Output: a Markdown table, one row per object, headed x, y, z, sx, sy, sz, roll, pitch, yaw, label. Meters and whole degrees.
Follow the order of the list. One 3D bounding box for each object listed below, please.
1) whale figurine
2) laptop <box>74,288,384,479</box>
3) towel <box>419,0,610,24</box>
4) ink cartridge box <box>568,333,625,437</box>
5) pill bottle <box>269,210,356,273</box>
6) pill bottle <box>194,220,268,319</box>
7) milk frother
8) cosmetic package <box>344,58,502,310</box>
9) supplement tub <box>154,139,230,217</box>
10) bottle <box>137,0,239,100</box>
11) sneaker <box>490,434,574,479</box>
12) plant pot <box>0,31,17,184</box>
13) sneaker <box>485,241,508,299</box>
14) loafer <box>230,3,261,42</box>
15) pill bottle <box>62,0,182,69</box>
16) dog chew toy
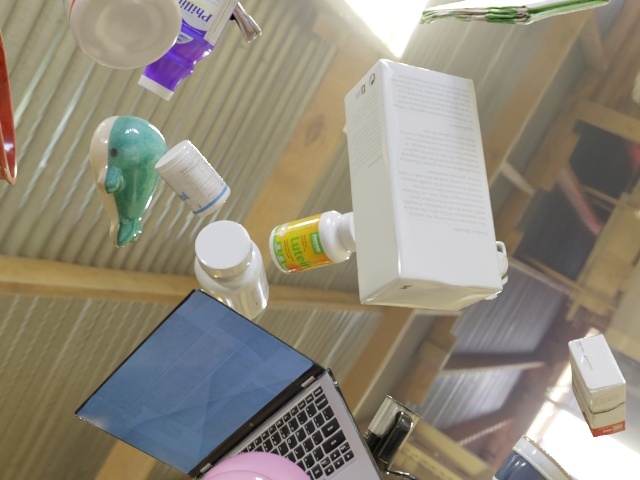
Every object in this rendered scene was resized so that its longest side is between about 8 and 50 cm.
| x | y | z | sx | sy | sz | roll | pitch | yaw | label |
| --- | --- | --- | --- | --- | --- | --- | --- | --- | --- |
| -0.389 | -0.124 | 1.634 | 0.216 | 0.141 | 0.272 | -49 | -42 | -80 | whale figurine |
| -0.155 | 0.359 | 1.279 | 0.236 | 0.408 | 0.382 | 10 | -46 | -49 | laptop |
| 0.395 | -0.483 | 1.622 | 0.248 | 0.325 | 0.038 | -20 | -68 | -28 | towel |
| 0.431 | 0.227 | 1.217 | 0.056 | 0.099 | 0.135 | -15 | -46 | 6 | ink cartridge box |
| 0.000 | 0.000 | 2.053 | 0.136 | 0.245 | 0.136 | 30 | -127 | -50 | pill bottle |
| -0.174 | 0.060 | 1.512 | 0.131 | 0.131 | 0.229 | -50 | -19 | -21 | pill bottle |
| 0.163 | 0.405 | 1.548 | 0.143 | 0.129 | 0.135 | 35 | -97 | -21 | milk frother |
| 0.193 | -0.104 | 1.533 | 0.230 | 0.453 | 0.161 | 7 | -23 | -25 | cosmetic package |
| -0.198 | -0.095 | 1.217 | 0.071 | 0.071 | 0.107 | -49 | -67 | -22 | supplement tub |
| -0.247 | -0.401 | 1.463 | 0.283 | 0.118 | 0.092 | -60 | -6 | 4 | bottle |
| 0.344 | 0.437 | 1.214 | 0.153 | 0.099 | 0.282 | -46 | -64 | -8 | sneaker |
| -0.625 | -0.210 | 1.201 | 0.265 | 0.272 | 0.272 | -6 | -49 | -16 | plant pot |
| 0.399 | 0.075 | 1.892 | 0.235 | 0.090 | 0.095 | -35 | -46 | -61 | sneaker |
| -0.167 | -0.449 | 1.567 | 0.039 | 0.125 | 0.045 | -39 | -18 | 2 | loafer |
| -0.325 | -0.411 | 1.205 | 0.161 | 0.283 | 0.161 | -17 | -36 | -12 | pill bottle |
| -0.107 | 0.407 | 1.080 | 0.206 | 0.206 | 0.332 | -58 | -12 | -4 | dog chew toy |
